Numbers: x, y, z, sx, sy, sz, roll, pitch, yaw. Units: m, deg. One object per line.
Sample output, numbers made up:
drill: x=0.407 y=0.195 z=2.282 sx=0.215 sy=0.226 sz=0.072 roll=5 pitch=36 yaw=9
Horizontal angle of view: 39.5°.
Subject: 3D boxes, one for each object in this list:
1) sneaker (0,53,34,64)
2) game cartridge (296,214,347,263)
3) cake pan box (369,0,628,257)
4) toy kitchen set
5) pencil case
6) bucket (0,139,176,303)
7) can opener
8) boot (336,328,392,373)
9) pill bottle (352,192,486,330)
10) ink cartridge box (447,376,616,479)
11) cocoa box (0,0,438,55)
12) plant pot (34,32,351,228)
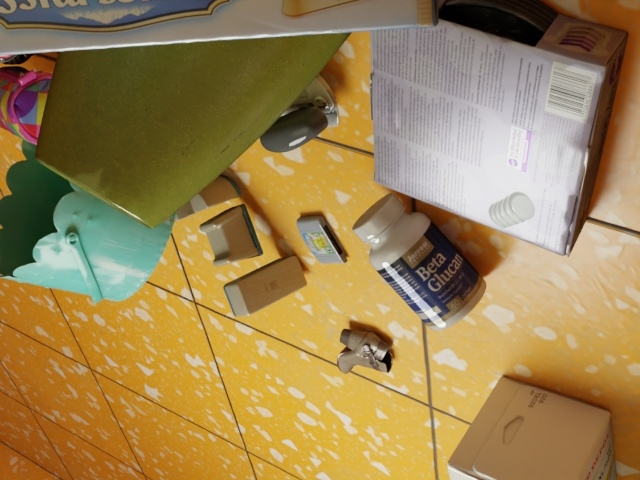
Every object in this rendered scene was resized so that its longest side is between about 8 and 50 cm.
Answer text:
sneaker: x=-0.434 y=-0.295 z=1.242 sx=0.112 sy=0.121 sz=0.299 roll=51 pitch=179 yaw=-28
game cartridge: x=0.000 y=0.000 z=1.287 sx=0.056 sy=0.017 sz=0.083 roll=0 pitch=129 yaw=50
cake pan box: x=0.169 y=-0.131 z=0.923 sx=0.245 sy=0.070 sz=0.267 roll=21 pitch=142 yaw=24
toy kitchen set: x=-0.146 y=0.005 z=1.380 sx=0.166 sy=0.122 sz=0.207 roll=-13 pitch=100 yaw=51
pencil case: x=-0.406 y=-0.193 z=1.233 sx=0.236 sy=0.104 sz=0.104 roll=18 pitch=143 yaw=56
bucket: x=-0.351 y=-0.045 z=1.327 sx=0.183 sy=0.281 sz=0.281 roll=23 pitch=159 yaw=-34
can opener: x=-0.094 y=-0.156 z=1.127 sx=0.283 sy=0.095 sz=0.076 roll=1 pitch=129 yaw=44
boot: x=0.072 y=0.187 z=1.406 sx=0.087 sy=0.042 sz=0.118 roll=22 pitch=143 yaw=23
pill bottle: x=0.121 y=0.024 z=1.122 sx=0.169 sy=0.094 sz=0.094 roll=46 pitch=146 yaw=-9
ink cartridge box: x=0.302 y=0.343 z=1.238 sx=0.168 sy=0.171 sz=0.233 roll=13 pitch=138 yaw=35
cocoa box: x=-0.091 y=-0.282 z=0.628 sx=0.347 sy=0.231 sz=0.228 roll=-2 pitch=124 yaw=8
plant pot: x=-0.151 y=-0.170 z=0.902 sx=0.274 sy=0.293 sz=0.275 roll=30 pitch=173 yaw=4
